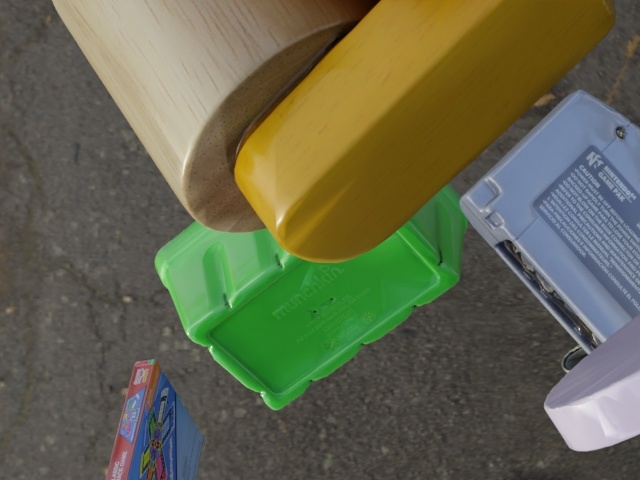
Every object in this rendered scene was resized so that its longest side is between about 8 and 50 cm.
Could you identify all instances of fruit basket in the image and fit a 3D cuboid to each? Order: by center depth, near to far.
[{"bbox_3d":[0.000,0.000,1.258,0.392,0.283,0.392,-34,27,21],"label":"fruit basket"}]

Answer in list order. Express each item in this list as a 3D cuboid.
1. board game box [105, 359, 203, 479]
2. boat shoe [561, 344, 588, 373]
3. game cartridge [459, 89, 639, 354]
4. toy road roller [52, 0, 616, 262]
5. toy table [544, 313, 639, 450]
[{"bbox_3d":[-0.170,0.271,0.931,0.027,0.145,0.281,-8,42,12],"label":"board game box"},{"bbox_3d":[0.404,0.148,1.245,0.219,0.070,0.078,-39,30,54],"label":"boat shoe"},{"bbox_3d":[0.298,0.008,0.931,0.198,0.062,0.297,-42,91,-23],"label":"game cartridge"},{"bbox_3d":[0.003,-0.168,0.317,0.329,0.240,0.202,-45,63,17],"label":"toy road roller"},{"bbox_3d":[0.275,0.079,0.513,0.274,0.252,0.161,-34,84,-3],"label":"toy table"}]
